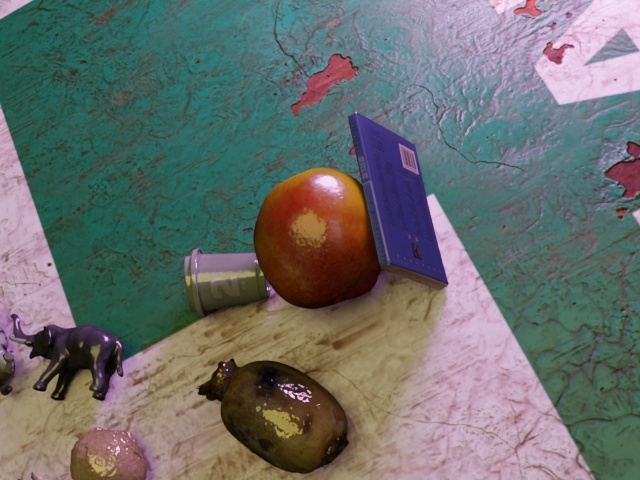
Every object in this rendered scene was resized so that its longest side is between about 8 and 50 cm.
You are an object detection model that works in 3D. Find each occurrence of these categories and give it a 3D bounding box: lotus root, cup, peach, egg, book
[{"bbox_3d":[-0.081,0.263,1.475,0.278,0.154,0.154,27,80,24],"label":"lotus root"},{"bbox_3d":[-0.159,0.070,1.596,0.141,0.120,0.120,-4,69,0],"label":"cup"},{"bbox_3d":[0.000,0.000,1.505,0.231,0.231,0.231,-5,69,15],"label":"peach"},{"bbox_3d":[-0.353,0.373,1.539,0.140,0.118,0.116,41,126,16],"label":"egg"},{"bbox_3d":[0.127,-0.062,1.511,0.025,0.191,0.269,-24,65,30],"label":"book"}]

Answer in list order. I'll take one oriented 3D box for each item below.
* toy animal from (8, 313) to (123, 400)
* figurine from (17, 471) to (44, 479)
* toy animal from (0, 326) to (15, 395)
[{"bbox_3d":[-0.460,0.210,1.645,0.269,0.082,0.137,6,70,22],"label":"toy animal"},{"bbox_3d":[-0.445,0.474,1.533,0.229,0.112,0.137,23,70,36],"label":"figurine"},{"bbox_3d":[-0.610,0.155,1.665,0.089,0.170,0.255,-18,63,-16],"label":"toy animal"}]
